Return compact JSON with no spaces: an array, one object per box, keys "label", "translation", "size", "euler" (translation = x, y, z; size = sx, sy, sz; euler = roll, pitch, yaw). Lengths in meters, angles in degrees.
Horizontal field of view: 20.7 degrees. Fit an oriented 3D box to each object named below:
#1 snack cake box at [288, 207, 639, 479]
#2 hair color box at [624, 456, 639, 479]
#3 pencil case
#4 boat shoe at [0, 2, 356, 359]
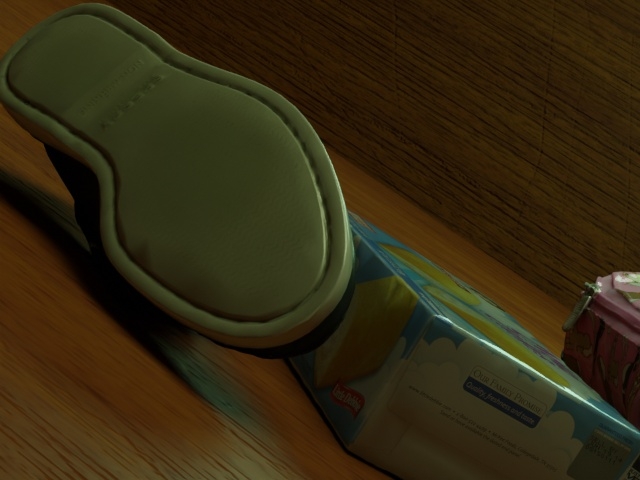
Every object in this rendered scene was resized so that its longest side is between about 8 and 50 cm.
[{"label":"snack cake box","translation":[0.065,0.073,1.041],"size":[0.152,0.089,0.264],"euler":[30,6,-20]},{"label":"hair color box","translation":[0.259,0.163,1.145],"size":[0.072,0.043,0.141],"euler":[36,11,36]},{"label":"pencil case","translation":[0.320,0.126,1.577],"size":[0.167,0.160,0.386],"euler":[8,6,-3]},{"label":"boat shoe","translation":[-0.070,-0.018,0.965],"size":[0.340,0.127,0.113],"euler":[35,-17,46]}]
